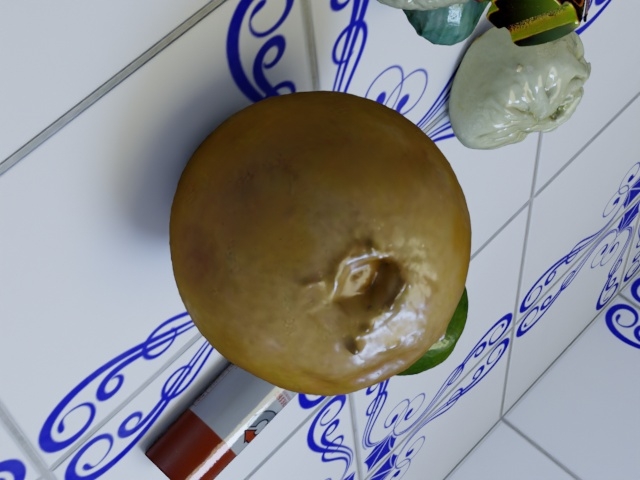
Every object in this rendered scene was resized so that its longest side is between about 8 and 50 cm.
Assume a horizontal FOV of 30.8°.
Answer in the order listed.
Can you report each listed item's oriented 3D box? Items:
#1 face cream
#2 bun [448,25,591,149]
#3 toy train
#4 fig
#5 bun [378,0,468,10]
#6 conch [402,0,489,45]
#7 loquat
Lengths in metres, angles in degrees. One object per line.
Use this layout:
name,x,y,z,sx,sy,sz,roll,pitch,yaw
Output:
face cream,-0.132,0.246,1.590,0.214,0.096,0.096,-45,154,-13
bun,0.288,-0.215,1.646,0.229,0.145,0.229,-43,155,-26
toy train,0.225,-0.358,1.239,0.160,0.100,0.296,32,61,-36
fig,0.103,0.106,1.782,0.203,0.203,0.235,-40,-168,-25
bun,0.095,-0.332,1.099,0.134,0.220,0.220,-60,169,-51
conch,0.140,-0.307,1.296,0.188,0.122,0.176,-25,123,-48
loquat,0.000,0.000,1.227,0.328,0.328,0.328,-39,152,-25
